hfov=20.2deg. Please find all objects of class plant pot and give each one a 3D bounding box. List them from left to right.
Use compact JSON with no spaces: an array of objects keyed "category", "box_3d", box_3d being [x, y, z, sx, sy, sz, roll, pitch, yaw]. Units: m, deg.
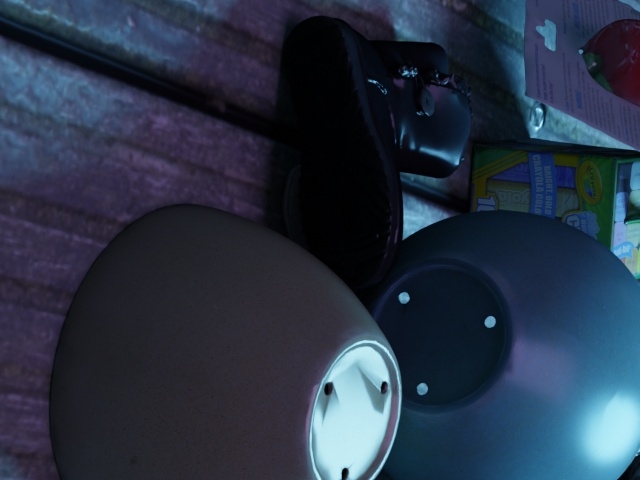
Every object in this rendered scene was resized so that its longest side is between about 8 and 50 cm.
[{"category":"plant pot","box_3d":[-0.048,0.122,1.432,0.284,0.191,0.284,-17,111,-52]},{"category":"plant pot","box_3d":[0.134,0.099,1.574,0.195,0.290,0.290,28,75,-63]}]

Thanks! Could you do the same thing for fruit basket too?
[{"category":"fruit basket","box_3d":[0.350,-0.130,1.769,0.327,0.353,0.165,-81,-167,-58]}]

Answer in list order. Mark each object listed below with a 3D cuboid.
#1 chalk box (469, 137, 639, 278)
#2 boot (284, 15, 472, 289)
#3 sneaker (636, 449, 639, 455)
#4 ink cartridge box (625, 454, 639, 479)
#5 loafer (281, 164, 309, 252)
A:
[{"category":"chalk box","box_3d":[0.274,-0.028,1.833,0.132,0.213,0.132,-7,104,-54]},{"category":"boot","box_3d":[0.068,-0.073,1.594,0.207,0.094,0.246,8,68,-54]},{"category":"sneaker","box_3d":[0.293,0.191,2.016,0.283,0.107,0.124,-24,111,-50]},{"category":"ink cartridge box","box_3d":[0.408,0.348,2.139,0.198,0.115,0.273,93,19,-69]},{"category":"loafer","box_3d":[-0.014,-0.005,1.588,0.045,0.039,0.125,-12,94,-25]}]
